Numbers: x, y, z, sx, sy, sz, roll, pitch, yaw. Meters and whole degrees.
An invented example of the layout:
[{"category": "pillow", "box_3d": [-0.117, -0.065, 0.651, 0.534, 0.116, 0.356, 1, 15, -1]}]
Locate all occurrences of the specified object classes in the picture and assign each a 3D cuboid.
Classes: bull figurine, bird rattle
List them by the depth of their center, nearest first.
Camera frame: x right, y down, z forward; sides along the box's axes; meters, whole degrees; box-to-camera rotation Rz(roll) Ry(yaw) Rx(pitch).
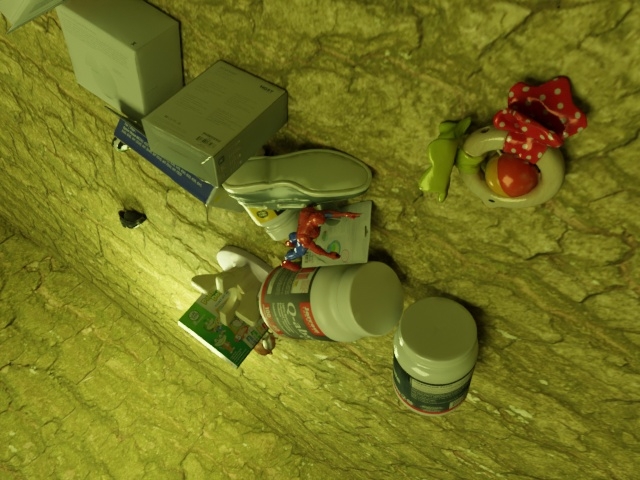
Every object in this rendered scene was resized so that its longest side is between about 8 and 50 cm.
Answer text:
[{"category": "bird rattle", "box_3d": [0.291, -0.135, 0.860, 0.253, 0.143, 0.207, -17, 130, 41]}, {"category": "bull figurine", "box_3d": [-0.282, 0.298, 2.030, 0.310, 0.101, 0.188, 37, 148, 7]}]

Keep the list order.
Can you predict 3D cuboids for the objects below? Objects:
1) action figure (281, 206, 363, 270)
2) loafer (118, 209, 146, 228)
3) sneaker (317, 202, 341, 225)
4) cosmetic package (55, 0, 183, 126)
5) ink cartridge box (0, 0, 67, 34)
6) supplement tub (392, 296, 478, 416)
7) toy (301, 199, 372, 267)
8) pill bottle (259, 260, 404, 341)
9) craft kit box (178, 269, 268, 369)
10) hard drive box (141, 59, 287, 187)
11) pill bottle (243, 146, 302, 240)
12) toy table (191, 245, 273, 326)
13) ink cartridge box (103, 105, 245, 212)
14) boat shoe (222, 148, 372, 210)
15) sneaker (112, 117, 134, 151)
[{"category": "action figure", "box_3d": [0.000, 0.000, 1.202, 0.139, 0.091, 0.280, 10, 162, -7]}, {"category": "loafer", "box_3d": [-0.697, -0.081, 2.036, 0.170, 0.062, 0.061, 0, 127, 46]}, {"category": "sneaker", "box_3d": [0.001, -0.107, 1.235, 0.061, 0.054, 0.152, -116, 7, -69]}, {"category": "cosmetic package", "box_3d": [-0.434, -0.415, 1.230, 0.224, 0.138, 0.224, 34, 150, 10]}, {"category": "ink cartridge box", "box_3d": [-0.420, -0.505, 0.926, 0.272, 0.309, 0.130, -4, 128, 49]}, {"category": "supplement tub", "box_3d": [0.267, 0.277, 1.308, 0.191, 0.191, 0.272, 24, 146, 25]}, {"category": "toy", "box_3d": [0.046, -0.007, 1.285, 0.056, 0.137, 0.237, 12, 168, -40]}, {"category": "pill bottle", "box_3d": [0.020, 0.147, 1.392, 0.363, 0.210, 0.210, -10, 124, 53]}, {"category": "craft kit box", "box_3d": [-0.294, 0.251, 1.836, 0.246, 0.250, 0.061, 35, 154, 7]}, {"category": "hard drive box", "box_3d": [-0.204, -0.240, 1.112, 0.181, 0.232, 0.089, 30, 149, 19]}, {"category": "pill bottle", "box_3d": [-0.130, -0.109, 1.314, 0.119, 0.119, 0.208, -3, 130, 49]}, {"category": "toy table", "box_3d": [-0.254, 0.145, 1.732, 0.274, 0.161, 0.252, 23, 141, 27]}, {"category": "ink cartridge box", "box_3d": [-0.342, -0.181, 1.341, 0.303, 0.072, 0.307, 37, -172, 13]}, {"category": "boat shoe", "box_3d": [-0.047, -0.117, 1.169, 0.319, 0.116, 0.099, 1, 148, 12]}, {"category": "sneaker", "box_3d": [-0.503, -0.280, 1.536, 0.097, 0.084, 0.235, 46, 149, -13]}]
